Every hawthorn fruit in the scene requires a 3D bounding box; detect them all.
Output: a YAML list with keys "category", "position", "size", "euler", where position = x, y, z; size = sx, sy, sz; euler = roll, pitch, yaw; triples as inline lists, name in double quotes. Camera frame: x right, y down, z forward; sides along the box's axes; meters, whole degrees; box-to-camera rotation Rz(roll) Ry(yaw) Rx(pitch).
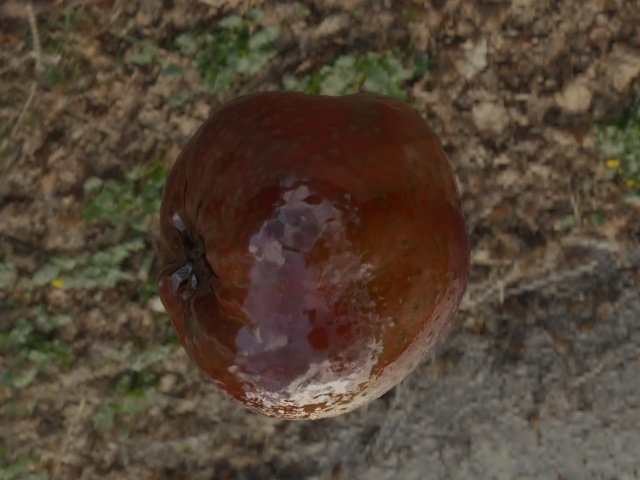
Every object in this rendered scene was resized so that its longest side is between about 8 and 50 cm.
- category: "hawthorn fruit"
  position: [0.000, 0.000, 1.143]
  size: [0.275, 0.299, 0.275]
  euler: [23, 126, 36]
